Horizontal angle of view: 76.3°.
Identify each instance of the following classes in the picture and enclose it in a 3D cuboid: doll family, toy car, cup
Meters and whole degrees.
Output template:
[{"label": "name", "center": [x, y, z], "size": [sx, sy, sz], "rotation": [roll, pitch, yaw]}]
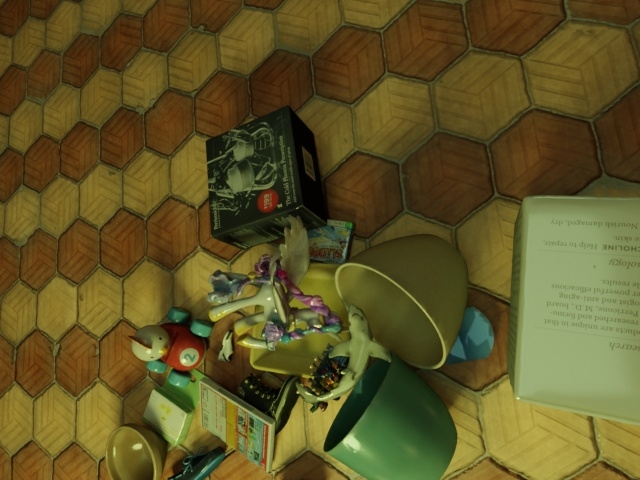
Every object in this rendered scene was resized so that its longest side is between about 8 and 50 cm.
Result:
[{"label": "doll family", "center": [0.027, 0.373, 1.103], "size": [0.111, 0.076, 0.193], "rotation": [27, 91, 28]}, {"label": "toy car", "center": [-0.510, 0.340, 1.315], "size": [0.210, 0.238, 0.219], "rotation": [21, 85, 24]}, {"label": "cup", "center": [0.235, 0.119, 1.031], "size": [0.331, 0.331, 0.237], "rotation": [39, 62, 22]}]

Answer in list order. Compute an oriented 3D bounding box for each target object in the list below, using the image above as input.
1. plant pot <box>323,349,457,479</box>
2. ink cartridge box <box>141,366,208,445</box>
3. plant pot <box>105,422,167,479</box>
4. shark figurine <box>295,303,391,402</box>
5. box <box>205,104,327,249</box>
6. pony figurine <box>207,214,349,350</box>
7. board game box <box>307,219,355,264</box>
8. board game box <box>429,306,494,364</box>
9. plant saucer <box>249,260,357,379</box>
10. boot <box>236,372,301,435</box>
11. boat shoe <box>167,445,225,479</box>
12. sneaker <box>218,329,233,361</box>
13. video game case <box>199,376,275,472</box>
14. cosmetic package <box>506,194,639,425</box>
[{"label": "plant pot", "center": [0.186, 0.464, 1.006], "size": [0.235, 0.293, 0.293], "rotation": [37, 97, 5]}, {"label": "ink cartridge box", "center": [-0.499, 0.545, 1.394], "size": [0.171, 0.056, 0.235], "rotation": [22, 93, 24]}, {"label": "plant pot", "center": [-0.599, 0.722, 1.371], "size": [0.237, 0.109, 0.238], "rotation": [1, 92, 26]}, {"label": "shark figurine", "center": [0.075, 0.321, 1.020], "size": [0.166, 0.116, 0.278], "rotation": [30, 81, 26]}, {"label": "box", "center": [-0.174, -0.183, 1.270], "size": [0.312, 0.179, 0.344], "rotation": [-17, 68, 21]}, {"label": "pony figurine", "center": [-0.124, 0.148, 1.107], "size": [0.363, 0.303, 0.351], "rotation": [-7, 117, 19]}, {"label": "board game box", "center": [0.000, 0.000, 1.272], "size": [0.201, 0.035, 0.136], "rotation": [8, 86, 24]}, {"label": "board game box", "center": [0.373, 0.252, 1.085], "size": [0.168, 0.033, 0.133], "rotation": [-20, 79, 25]}, {"label": "plant saucer", "center": [-0.039, 0.234, 1.232], "size": [0.332, 0.081, 0.333], "rotation": [2, 83, 22]}, {"label": "boot", "center": [-0.161, 0.455, 1.221], "size": [0.178, 0.085, 0.237], "rotation": [34, 121, 26]}, {"label": "boat shoe", "center": [-0.414, 0.734, 1.305], "size": [0.258, 0.109, 0.089], "rotation": [-43, 66, 10]}, {"label": "sneaker", "center": [-0.304, 0.350, 1.353], "size": [0.043, 0.040, 0.109], "rotation": [15, 92, 7]}, {"label": "video game case", "center": [-0.263, 0.564, 1.254], "size": [0.285, 0.025, 0.204], "rotation": [19, 118, 27]}, {"label": "cosmetic package", "center": [0.580, 0.133, 0.853], "size": [0.327, 0.329, 0.394], "rotation": [3, 85, 22]}]
